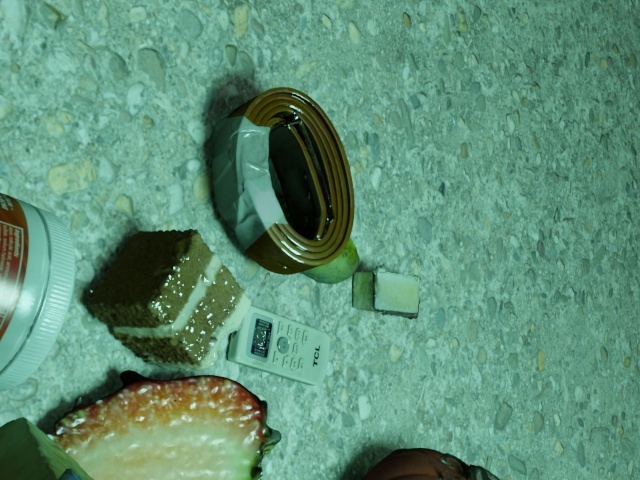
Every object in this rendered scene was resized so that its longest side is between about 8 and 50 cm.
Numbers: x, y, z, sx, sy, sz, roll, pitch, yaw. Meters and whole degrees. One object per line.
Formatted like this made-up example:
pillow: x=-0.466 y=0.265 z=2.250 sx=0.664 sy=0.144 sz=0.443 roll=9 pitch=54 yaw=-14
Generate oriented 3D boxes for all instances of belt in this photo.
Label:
belt: x=-0.055 y=-0.082 z=1.321 sx=0.184 sy=0.105 sz=0.261 roll=-18 pitch=91 yaw=-32

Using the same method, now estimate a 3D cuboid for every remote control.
remote control: x=-0.057 y=0.158 z=1.371 sx=0.190 sy=0.029 sz=0.087 roll=26 pitch=66 yaw=-43

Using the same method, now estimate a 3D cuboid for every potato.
potato: x=0.000 y=0.000 z=1.441 sx=0.198 sy=0.054 sz=0.119 roll=49 pitch=49 yaw=-31
potato: x=0.110 y=0.087 z=1.539 sx=0.122 sy=0.061 sz=0.086 roll=12 pitch=76 yaw=-44

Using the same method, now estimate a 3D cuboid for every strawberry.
strawberry: x=-0.207 y=0.276 z=1.144 sx=0.306 sy=0.138 sz=0.233 roll=10 pitch=56 yaw=-20

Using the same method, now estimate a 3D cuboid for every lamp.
lamp: x=0.179 y=0.463 z=1.408 sx=0.303 sy=0.257 sz=0.303 roll=39 pitch=20 yaw=-17

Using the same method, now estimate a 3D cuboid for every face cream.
face cream: x=-0.378 y=0.037 z=0.915 sx=0.187 sy=0.201 sz=0.201 roll=23 pitch=67 yaw=-43

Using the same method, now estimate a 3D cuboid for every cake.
cake: x=-0.189 y=0.079 z=1.172 sx=0.147 sy=0.134 sz=0.135 roll=58 pitch=47 yaw=-37

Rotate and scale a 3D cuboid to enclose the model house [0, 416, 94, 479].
model house: x=-0.237 y=0.433 z=0.843 sx=0.334 sy=0.342 sz=0.382 roll=-46 pitch=122 yaw=-15
